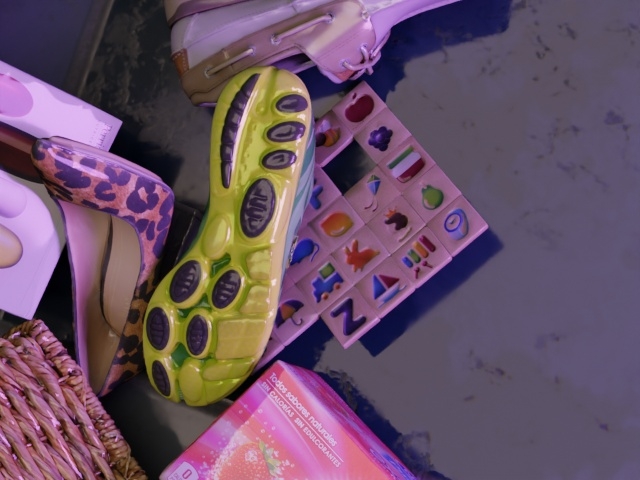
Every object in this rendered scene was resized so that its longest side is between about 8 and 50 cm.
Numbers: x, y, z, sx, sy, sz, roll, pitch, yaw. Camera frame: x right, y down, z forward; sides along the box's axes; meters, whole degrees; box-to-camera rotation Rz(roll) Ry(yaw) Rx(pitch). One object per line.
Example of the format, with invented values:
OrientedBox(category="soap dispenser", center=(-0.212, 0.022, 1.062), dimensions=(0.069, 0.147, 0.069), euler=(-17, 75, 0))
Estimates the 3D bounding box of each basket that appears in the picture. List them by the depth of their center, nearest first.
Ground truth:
OrientedBox(category="basket", center=(-0.274, 0.261, 1.552), dimensions=(0.223, 0.213, 0.299), euler=(-32, 83, -33))

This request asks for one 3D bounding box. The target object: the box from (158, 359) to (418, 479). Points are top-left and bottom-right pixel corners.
OrientedBox(category="box", center=(0.030, 0.254, 1.495), dimensions=(0.142, 0.154, 0.300), euler=(-44, 77, 3))

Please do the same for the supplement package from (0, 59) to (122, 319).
OrientedBox(category="supplement package", center=(-0.317, -0.066, 1.547), dimensions=(0.203, 0.149, 0.194), euler=(25, 88, -31))

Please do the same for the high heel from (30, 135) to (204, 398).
OrientedBox(category="high heel", center=(-0.191, 0.026, 1.495), dimensions=(0.093, 0.261, 0.186), euler=(21, 82, 28))

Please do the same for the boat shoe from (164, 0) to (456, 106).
OrientedBox(category="boat shoe", center=(0.014, -0.188, 1.572), dimensions=(0.302, 0.113, 0.103), euler=(-11, 83, 20))

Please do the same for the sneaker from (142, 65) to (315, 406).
OrientedBox(category="sneaker", center=(-0.060, 0.002, 1.527), dimensions=(0.109, 0.123, 0.296), euler=(20, 95, 15))

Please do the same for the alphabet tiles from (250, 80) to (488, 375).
OrientedBox(category="alphabet tiles", center=(0.000, 0.000, 1.563), dimensions=(0.237, 0.009, 0.198), euler=(-41, 56, 5))
